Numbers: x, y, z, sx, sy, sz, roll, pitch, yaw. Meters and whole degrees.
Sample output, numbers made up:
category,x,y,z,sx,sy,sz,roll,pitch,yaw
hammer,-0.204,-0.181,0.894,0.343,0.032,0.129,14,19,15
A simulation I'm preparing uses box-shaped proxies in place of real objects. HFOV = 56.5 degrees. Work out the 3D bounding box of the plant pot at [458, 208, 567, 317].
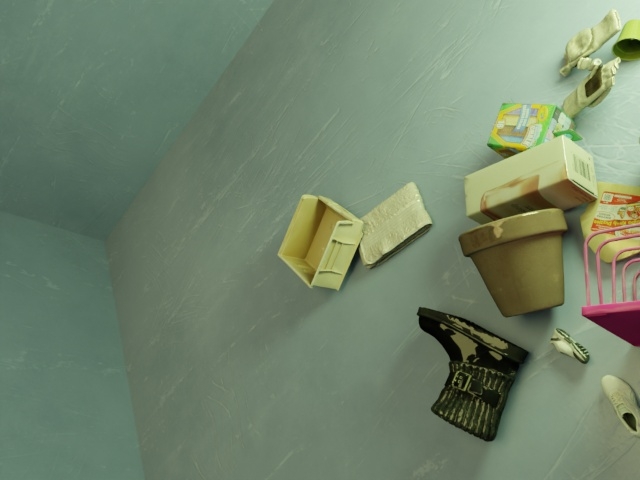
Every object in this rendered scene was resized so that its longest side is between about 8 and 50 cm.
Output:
category,x,y,z,sx,sy,sz,roll,pitch,yaw
plant pot,0.498,0.065,1.477,0.263,0.263,0.229,-21,76,40

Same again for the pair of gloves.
category,x,y,z,sx,sy,sz,roll,pitch,yaw
pair of gloves,0.698,-0.457,1.555,0.204,0.042,0.240,141,138,-66

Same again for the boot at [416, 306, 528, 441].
category,x,y,z,sx,sy,sz,roll,pitch,yaw
boot,0.353,0.341,1.578,0.348,0.131,0.260,26,93,48

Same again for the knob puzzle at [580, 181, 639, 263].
category,x,y,z,sx,sy,sz,roll,pitch,yaw
knob puzzle,0.719,-0.036,1.424,0.213,0.030,0.213,-20,60,40

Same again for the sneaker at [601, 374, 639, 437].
category,x,y,z,sx,sy,sz,roll,pitch,yaw
sneaker,0.662,0.357,1.296,0.054,0.061,0.152,-46,44,26

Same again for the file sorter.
category,x,y,z,sx,sy,sz,roll,pitch,yaw
file sorter,0.687,0.092,1.210,0.202,0.290,0.182,-14,61,43

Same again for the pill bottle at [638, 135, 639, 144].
category,x,y,z,sx,sy,sz,roll,pitch,yaw
pill bottle,0.807,-0.155,1.299,0.136,0.136,0.246,-38,50,30

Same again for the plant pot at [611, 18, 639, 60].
category,x,y,z,sx,sy,sz,roll,pitch,yaw
plant pot,0.796,-0.517,1.519,0.083,0.083,0.079,-1,60,47

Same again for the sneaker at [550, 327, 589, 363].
category,x,y,z,sx,sy,sz,roll,pitch,yaw
sneaker,0.598,0.260,1.428,0.109,0.040,0.044,53,130,48

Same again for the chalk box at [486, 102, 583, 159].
category,x,y,z,sx,sy,sz,roll,pitch,yaw
chalk box,0.585,-0.279,1.593,0.213,0.132,0.132,21,89,50

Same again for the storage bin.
category,x,y,z,sx,sy,sz,roll,pitch,yaw
storage bin,0.000,0.000,2.068,0.262,0.123,0.261,40,111,53

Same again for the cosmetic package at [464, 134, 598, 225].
category,x,y,z,sx,sy,sz,roll,pitch,yaw
cosmetic package,0.539,-0.138,1.547,0.296,0.153,0.129,-23,55,48

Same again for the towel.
category,x,y,z,sx,sy,sz,roll,pitch,yaw
towel,0.226,-0.048,1.942,0.282,0.049,0.187,-39,50,29
